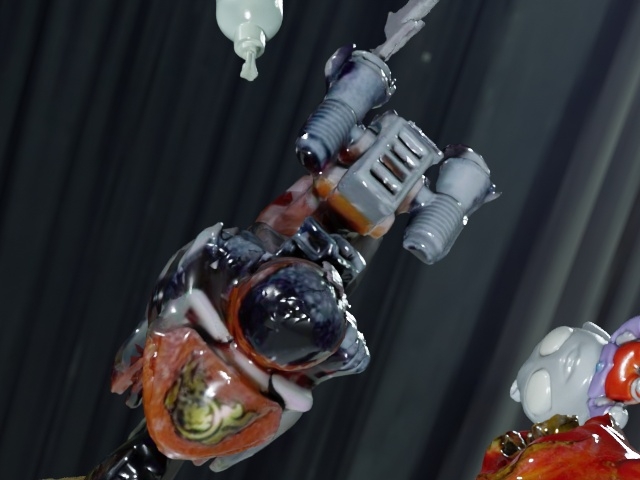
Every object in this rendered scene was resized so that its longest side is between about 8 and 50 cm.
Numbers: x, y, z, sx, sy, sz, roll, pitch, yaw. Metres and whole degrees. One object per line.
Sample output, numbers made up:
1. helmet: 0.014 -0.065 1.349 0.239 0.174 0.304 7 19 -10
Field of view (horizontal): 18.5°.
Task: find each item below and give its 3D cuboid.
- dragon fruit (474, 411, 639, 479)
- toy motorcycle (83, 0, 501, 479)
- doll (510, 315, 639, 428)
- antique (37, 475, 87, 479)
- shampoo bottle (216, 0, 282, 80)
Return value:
1. dragon fruit: 0.100 0.171 0.728 0.125 0.125 0.246 47 21 -27
2. toy motorcycle: 0.000 0.000 1.170 0.134 0.207 0.401 41 58 -3
3. doll: 0.207 0.110 1.545 0.075 0.102 0.227 30 -16 -17
4. antique: -0.231 0.306 1.932 0.147 0.148 0.152 -10 -11 31
5. shampoo bottle: -0.059 -0.201 1.604 0.056 0.056 0.195 13 49 -16
